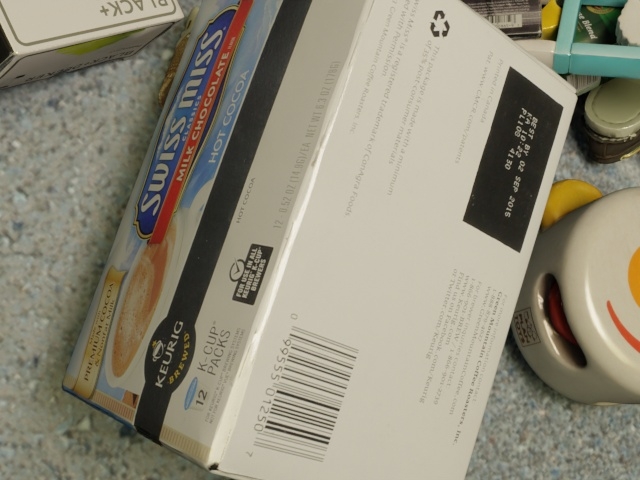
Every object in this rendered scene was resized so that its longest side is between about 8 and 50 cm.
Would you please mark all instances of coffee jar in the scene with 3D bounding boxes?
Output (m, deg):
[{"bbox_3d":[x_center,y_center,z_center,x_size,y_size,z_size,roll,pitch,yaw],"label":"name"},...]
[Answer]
[{"bbox_3d":[0.291,-0.208,0.853,0.184,0.079,0.096,-22,50,-1],"label":"coffee jar"}]

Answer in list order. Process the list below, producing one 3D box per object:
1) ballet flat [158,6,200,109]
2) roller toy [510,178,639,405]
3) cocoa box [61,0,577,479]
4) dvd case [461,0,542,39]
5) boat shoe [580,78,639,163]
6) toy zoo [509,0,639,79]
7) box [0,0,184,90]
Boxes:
[{"bbox_3d":[-0.074,-0.190,0.789,0.206,0.073,0.067,-40,71,-18],"label":"ballet flat"},{"bbox_3d":[0.279,0.056,0.833,0.209,0.146,0.191,32,70,-7],"label":"roller toy"},{"bbox_3d":[0.000,0.000,0.679,0.231,0.228,0.347,25,80,-38],"label":"cocoa box"},{"bbox_3d":[0.113,-0.280,0.809,0.164,0.018,0.221,-2,76,12],"label":"dvd case"},{"bbox_3d":[0.344,-0.170,0.907,0.081,0.069,0.228,36,69,30],"label":"boat shoe"},{"bbox_3d":[0.237,-0.234,0.814,0.293,0.030,0.192,9,63,17],"label":"toy zoo"},{"bbox_3d":[-0.244,-0.273,0.688,0.169,0.087,0.290,-27,96,-46],"label":"box"}]
